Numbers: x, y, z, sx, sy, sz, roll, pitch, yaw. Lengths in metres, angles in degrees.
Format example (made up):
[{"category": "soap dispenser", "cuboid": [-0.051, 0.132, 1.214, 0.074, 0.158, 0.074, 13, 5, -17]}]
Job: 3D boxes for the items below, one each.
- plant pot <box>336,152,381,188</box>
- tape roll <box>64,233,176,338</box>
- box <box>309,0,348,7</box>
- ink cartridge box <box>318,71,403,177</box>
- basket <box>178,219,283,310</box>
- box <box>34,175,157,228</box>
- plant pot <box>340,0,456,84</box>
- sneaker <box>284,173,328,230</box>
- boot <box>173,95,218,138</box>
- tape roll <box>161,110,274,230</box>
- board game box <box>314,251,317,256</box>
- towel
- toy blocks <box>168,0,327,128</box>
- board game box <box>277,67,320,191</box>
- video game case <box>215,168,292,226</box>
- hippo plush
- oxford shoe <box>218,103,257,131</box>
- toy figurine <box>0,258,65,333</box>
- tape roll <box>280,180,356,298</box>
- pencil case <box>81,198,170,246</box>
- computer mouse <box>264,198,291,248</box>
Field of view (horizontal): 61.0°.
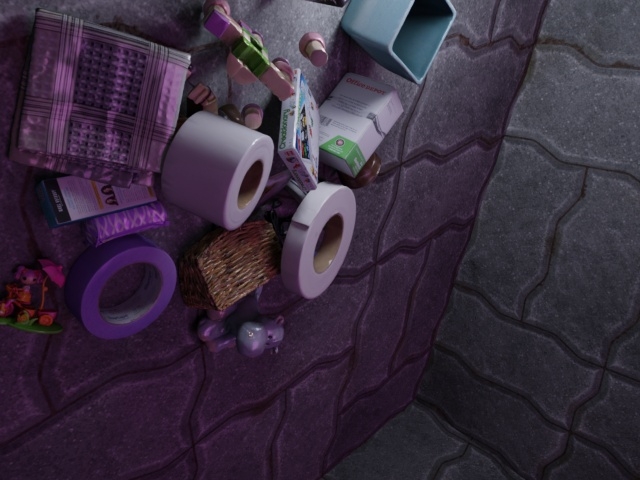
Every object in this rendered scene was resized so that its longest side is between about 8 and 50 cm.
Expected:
[{"category": "plant pot", "cuboid": [0.106, -0.294, 1.898, 0.167, 0.167, 0.165, -53, 139, -9]}, {"category": "tape roll", "cuboid": [-0.522, 0.121, 1.438, 0.274, 0.090, 0.275, -32, 138, -34]}, {"category": "box", "cuboid": [0.020, -0.691, 1.386, 0.183, 0.231, 0.056, -52, 143, -13]}, {"category": "ink cartridge box", "cuboid": [0.100, -0.378, 1.761, 0.289, 0.211, 0.121, -53, 146, -9]}, {"category": "basket", "cuboid": [-0.295, 0.062, 1.691, 0.299, 0.223, 0.214, -32, 107, -35]}, {"category": "box", "cuboid": [-0.511, -0.107, 1.255, 0.244, 0.060, 0.101, -21, 93, -44]}, {"category": "plant pot", "cuboid": [0.215, -0.663, 1.650, 0.247, 0.252, 0.248, 18, 101, -56]}, {"category": "sneaker", "cuboid": [-0.006, -0.145, 1.886, 0.127, 0.126, 0.321, -51, 147, -9]}, {"category": "boot", "cuboid": [-0.371, -0.234, 1.364, 0.283, 0.109, 0.220, -36, 145, -43]}, {"category": "tape roll", "cuboid": [-0.240, -0.166, 1.301, 0.246, 0.169, 0.246, -62, 169, -20]}, {"category": "board game box", "cuboid": [-0.053, 0.096, 2.104, 0.168, 0.033, 0.133, 21, 104, -52]}, {"category": "towel", "cuboid": [-0.457, -0.275, 1.140, 0.312, 0.056, 0.324, 9, 111, -31]}, {"category": "toy blocks", "cuboid": [-0.186, -0.472, 1.338, 0.309, 0.260, 0.288, -42, 121, 17]}, {"category": "board game box", "cuboid": [-0.057, -0.321, 1.583, 0.193, 0.053, 0.306, 57, 30, -54]}, {"category": "video game case", "cuboid": [-0.195, -0.129, 1.616, 0.206, 0.026, 0.227, -30, 177, -37]}, {"category": "hippo plush", "cuboid": [-0.240, 0.308, 1.820, 0.294, 0.236, 0.234, -17, 131, -49]}, {"category": "oxford shoe", "cuboid": [-0.196, -0.276, 1.489, 0.096, 0.082, 0.227, -45, 111, -31]}, {"category": "toy figurine", "cuboid": [-0.666, 0.117, 1.254, 0.173, 0.130, 0.159, 16, 89, -32]}, {"category": "tape roll", "cuboid": [0.000, 0.000, 1.771, 0.392, 0.072, 0.392, -47, 148, -42]}, {"category": "pencil case", "cuboid": [-0.486, -0.048, 1.351, 0.206, 0.088, 0.086, -25, 148, -43]}, {"category": "computer mouse", "cuboid": [-0.119, -0.058, 1.858, 0.262, 0.060, 0.184, -37, 114, -60]}]
